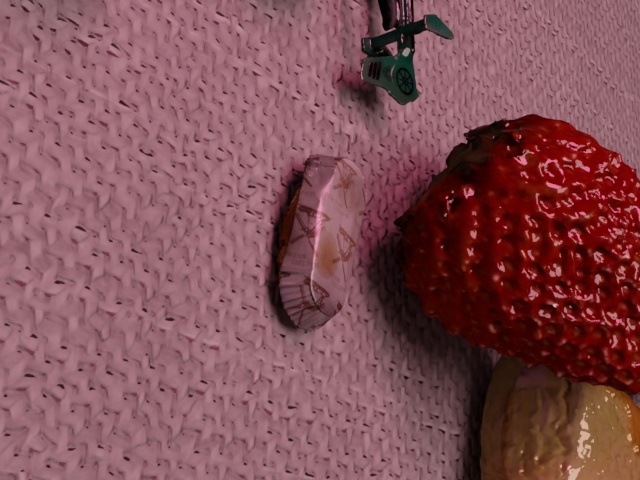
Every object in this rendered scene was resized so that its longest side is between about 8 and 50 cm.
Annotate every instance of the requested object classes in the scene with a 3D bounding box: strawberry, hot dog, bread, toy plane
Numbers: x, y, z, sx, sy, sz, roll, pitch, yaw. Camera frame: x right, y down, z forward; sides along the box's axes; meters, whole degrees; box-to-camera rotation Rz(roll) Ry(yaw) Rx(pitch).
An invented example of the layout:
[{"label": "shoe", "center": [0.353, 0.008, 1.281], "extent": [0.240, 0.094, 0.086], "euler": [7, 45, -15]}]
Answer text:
[{"label": "strawberry", "center": [0.270, 0.018, 1.274], "extent": [0.351, 0.267, 0.312], "euler": [35, 24, 7]}, {"label": "hot dog", "center": [0.000, 0.000, 1.147], "extent": [0.099, 0.053, 0.192], "euler": [34, 57, -43]}, {"label": "bread", "center": [0.339, 0.286, 1.430], "extent": [0.375, 0.165, 0.236], "euler": [38, 49, -40]}, {"label": "toy plane", "center": [0.090, -0.333, 1.329], "extent": [0.155, 0.106, 0.381], "euler": [13, 71, -45]}]
